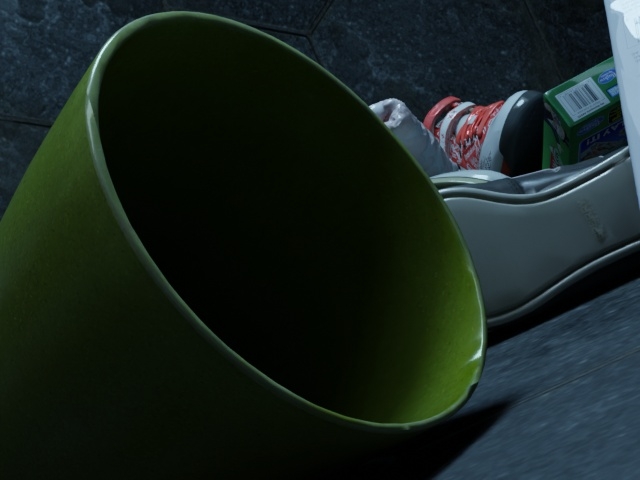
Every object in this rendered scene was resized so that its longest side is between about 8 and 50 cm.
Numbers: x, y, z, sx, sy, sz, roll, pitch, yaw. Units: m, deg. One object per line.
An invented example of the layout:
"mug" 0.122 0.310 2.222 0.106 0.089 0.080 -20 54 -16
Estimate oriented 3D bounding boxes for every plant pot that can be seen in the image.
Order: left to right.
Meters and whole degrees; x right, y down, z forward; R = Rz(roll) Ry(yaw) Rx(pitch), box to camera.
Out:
"plant pot" -0.102 0.064 1.001 0.293 0.275 0.275 -41 -7 33

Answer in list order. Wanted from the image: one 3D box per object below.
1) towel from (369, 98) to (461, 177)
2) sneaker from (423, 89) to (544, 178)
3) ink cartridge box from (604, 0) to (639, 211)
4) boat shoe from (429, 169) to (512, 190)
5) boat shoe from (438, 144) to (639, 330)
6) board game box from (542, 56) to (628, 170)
"towel" 0.000 0.000 1.707 0.317 0.053 0.332 -26 -26 12
"sneaker" 0.166 -0.104 1.769 0.090 0.145 0.270 -52 -19 -11
"ink cartridge box" 0.293 -0.100 1.122 0.186 0.065 0.311 -24 43 25
"boat shoe" 0.089 0.004 1.595 0.302 0.113 0.103 -26 2 45
"boat shoe" 0.167 0.000 1.255 0.335 0.112 0.095 -19 -15 2
"board game box" 0.347 -0.136 1.555 0.317 0.046 0.213 -28 -28 -8
